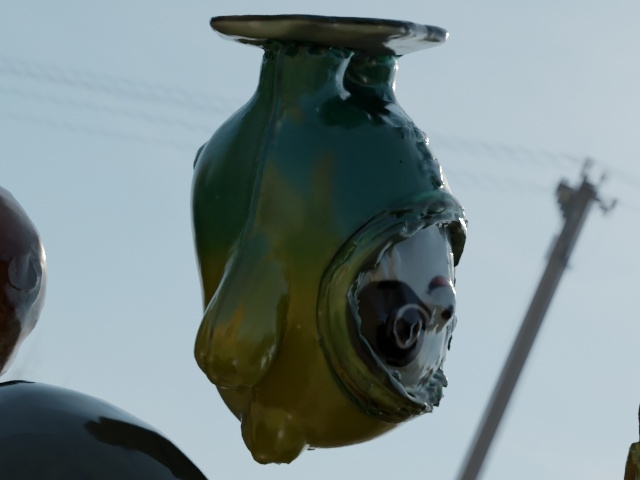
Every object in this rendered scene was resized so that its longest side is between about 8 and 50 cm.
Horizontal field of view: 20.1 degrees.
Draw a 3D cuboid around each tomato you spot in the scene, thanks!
[{"bbox_3d":[-0.322,0.034,1.607,0.155,0.214,0.181,-1,-2,31],"label":"tomato"}]

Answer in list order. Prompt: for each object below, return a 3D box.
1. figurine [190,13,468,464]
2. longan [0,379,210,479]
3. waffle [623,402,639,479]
[{"bbox_3d":[0.000,0.000,1.412,0.231,0.340,0.324,2,0,28],"label":"figurine"},{"bbox_3d":[-0.214,0.262,1.181,0.361,0.361,0.361,23,-18,8],"label":"longan"},{"bbox_3d":[0.269,0.199,1.257,0.058,0.300,0.281,3,-27,33],"label":"waffle"}]
